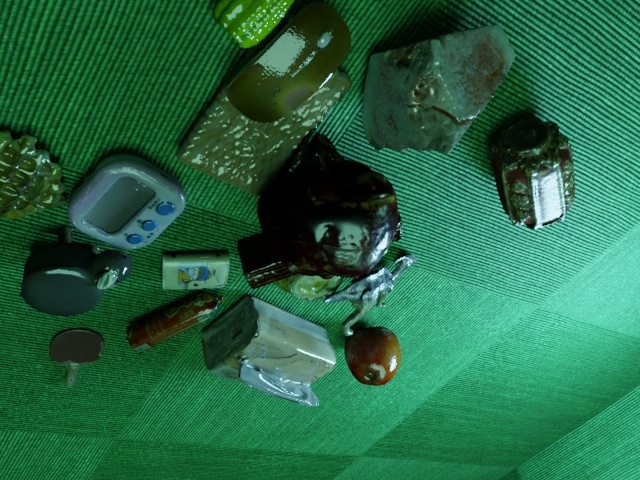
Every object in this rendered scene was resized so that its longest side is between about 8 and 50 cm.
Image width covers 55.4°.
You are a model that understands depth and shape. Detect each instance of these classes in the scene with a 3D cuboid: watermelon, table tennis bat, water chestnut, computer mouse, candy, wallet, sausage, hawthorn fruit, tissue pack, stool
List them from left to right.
[{"bbox_3d":[-0.639,0.307,1.593,0.131,0.022,0.235,6,132,-25],"label":"table tennis bat"},{"bbox_3d":[-0.516,0.067,1.290,0.227,0.139,0.153,-1,136,-17],"label":"stool"},{"bbox_3d":[-0.357,0.198,1.535,0.263,0.083,0.083,-26,137,7],"label":"sausage"},{"bbox_3d":[-0.297,0.074,1.447,0.154,0.039,0.110,-1,134,-16],"label":"wallet"},{"bbox_3d":[-0.080,-0.404,0.978,0.209,0.097,0.096,-39,134,18],"label":"candy"},{"bbox_3d":[-0.130,0.322,1.629,0.238,0.239,0.305,-39,134,22],"label":"tissue pack"},{"bbox_3d":[-0.055,-0.302,1.064,0.245,0.056,0.126,-39,133,17],"label":"computer mouse"},{"bbox_3d":[0.016,-0.060,1.239,0.289,0.289,0.244,-31,137,14],"label":"water chestnut"},{"bbox_3d":[0.152,0.338,1.779,0.172,0.173,0.173,-10,137,-9],"label":"hawthorn fruit"},{"bbox_3d":[0.214,-0.275,1.135,0.309,0.232,0.193,-11,105,16],"label":"watermelon"}]

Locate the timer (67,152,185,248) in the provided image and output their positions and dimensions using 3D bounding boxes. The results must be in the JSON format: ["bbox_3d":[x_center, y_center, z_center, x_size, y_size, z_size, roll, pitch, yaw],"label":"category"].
[{"bbox_3d":[-0.390,-0.078,1.234,0.208,0.069,0.190,-38,134,23],"label":"timer"}]

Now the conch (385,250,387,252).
[{"bbox_3d":[0.125,0.006,1.508,0.076,0.057,0.085,-30,107,36],"label":"conch"}]

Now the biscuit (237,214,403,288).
[{"bbox_3d":[0.000,0.000,1.419,0.387,0.107,0.073,-19,139,1],"label":"biscuit"}]

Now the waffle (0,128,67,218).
[{"bbox_3d":[-0.596,-0.115,1.135,0.223,0.054,0.204,-11,137,-7],"label":"waffle"}]

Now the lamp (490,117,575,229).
[{"bbox_3d":[0.486,-0.149,1.390,0.176,0.177,0.274,-24,136,7],"label":"lamp"}]

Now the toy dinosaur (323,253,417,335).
[{"bbox_3d":[0.132,0.127,1.586,0.294,0.077,0.162,-35,146,-30],"label":"toy dinosaur"}]

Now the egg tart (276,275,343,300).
[{"bbox_3d":[-0.021,0.091,1.532,0.197,0.078,0.197,-8,138,-7],"label":"egg tart"}]

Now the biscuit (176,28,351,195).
[{"bbox_3d":[-0.111,-0.236,1.176,0.217,0.044,0.325,23,122,-33],"label":"biscuit"}]
